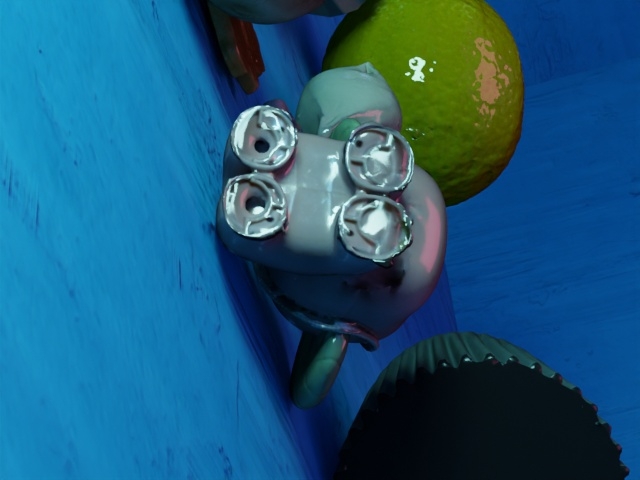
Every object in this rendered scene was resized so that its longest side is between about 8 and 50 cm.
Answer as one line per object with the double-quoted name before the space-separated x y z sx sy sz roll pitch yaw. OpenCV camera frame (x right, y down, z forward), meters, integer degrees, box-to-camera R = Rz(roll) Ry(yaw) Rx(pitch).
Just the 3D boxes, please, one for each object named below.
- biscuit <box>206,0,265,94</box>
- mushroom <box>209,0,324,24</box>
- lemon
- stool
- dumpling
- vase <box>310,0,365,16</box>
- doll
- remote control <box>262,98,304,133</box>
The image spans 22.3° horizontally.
"biscuit" -0.091 -0.220 1.685 0.184 0.027 0.133 -85 157 -72
"mushroom" -0.050 -0.317 1.545 0.226 0.178 0.226 -5 90 -68
"lemon" 0.149 -0.212 2.392 0.336 0.336 0.336 -14 90 -82
"stool" 0.167 0.242 1.759 0.330 0.297 0.297 -59 134 -84
"dumpling" 0.024 -0.117 2.013 0.252 0.131 0.179 -68 175 -65
"vase" -0.016 -0.399 2.121 0.360 0.165 0.165 18 58 -76
"doll" 0.000 0.000 1.502 0.268 0.216 0.284 117 -17 -64
"remote control" -0.037 -0.113 1.854 0.122 0.032 0.074 53 24 -72
